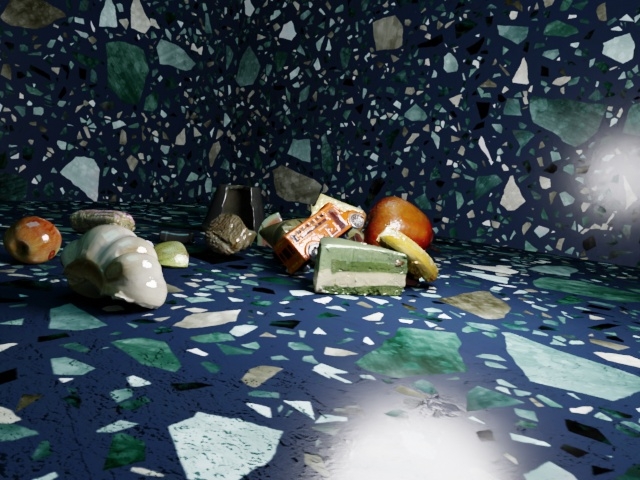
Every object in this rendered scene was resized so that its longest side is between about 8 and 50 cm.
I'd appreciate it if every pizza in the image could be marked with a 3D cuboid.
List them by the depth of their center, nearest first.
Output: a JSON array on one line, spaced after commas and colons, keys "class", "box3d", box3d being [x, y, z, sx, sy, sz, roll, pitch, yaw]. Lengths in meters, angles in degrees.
[{"class": "pizza", "box3d": [0.270, 0.047, 1.708, 0.226, 0.086, 0.336, 26, -8, 47]}]

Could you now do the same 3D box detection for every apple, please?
[{"class": "apple", "box3d": [-0.864, 0.001, 1.545, 0.147, 0.146, 0.131, 7, 31, 8]}, {"class": "apple", "box3d": [0.039, -0.072, 2.306, 0.314, 0.252, 0.309, -22, -14, -8]}]

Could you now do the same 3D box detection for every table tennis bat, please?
[{"class": "table tennis bat", "box3d": [0.250, 0.080, 1.832, 0.201, 0.038, 0.310, 28, 11, -14]}]

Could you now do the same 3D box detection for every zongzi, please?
[{"class": "zongzi", "box3d": [0.000, 0.000, 2.070, 0.448, 0.181, 0.418, 5, 7, -23]}]

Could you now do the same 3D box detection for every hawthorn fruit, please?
[{"class": "hawthorn fruit", "box3d": [0.356, -0.021, 2.218, 0.369, 0.284, 0.285, 27, 5, -9]}]

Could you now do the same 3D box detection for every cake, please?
[{"class": "cake", "box3d": [0.110, 0.092, 1.549, 0.284, 0.157, 0.172, 11, 10, 16]}]

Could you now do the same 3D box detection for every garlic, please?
[{"class": "garlic", "box3d": [-0.486, 0.058, 1.253, 0.281, 0.184, 0.203, 7, -12, 20]}]

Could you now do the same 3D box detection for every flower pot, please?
[{"class": "flower pot", "box3d": [-0.435, -0.165, 2.692, 0.380, 0.250, 0.379, 3, 7, 0]}]

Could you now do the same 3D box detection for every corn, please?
[{"class": "corn", "box3d": [-0.916, -0.076, 2.148, 0.336, 0.126, 0.127, 9, 9, 29]}]

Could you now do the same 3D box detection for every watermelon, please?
[{"class": "watermelon", "box3d": [-0.162, -0.034, 2.284, 0.202, 0.207, 0.136, 24, 40, 15]}]

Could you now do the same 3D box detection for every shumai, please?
[{"class": "shumai", "box3d": [-0.344, -0.006, 2.049, 0.206, 0.166, 0.176, 27, -7, 40]}]

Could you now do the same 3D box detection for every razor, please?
[{"class": "razor", "box3d": [-0.603, -0.016, 2.167, 0.148, 0.054, 0.090, 4, 8, -15]}]

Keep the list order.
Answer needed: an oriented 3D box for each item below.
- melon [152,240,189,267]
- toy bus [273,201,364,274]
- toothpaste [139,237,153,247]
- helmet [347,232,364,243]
[{"class": "melon", "box3d": [-0.517, 0.043, 1.707, 0.160, 0.079, 0.128, 12, 9, 38]}, {"class": "toy bus", "box3d": [0.001, -0.023, 1.797, 0.329, 0.153, 0.143, -36, -4, -35]}, {"class": "toothpaste", "box3d": [-0.696, 0.017, 1.860, 0.100, 0.066, 0.323, -1, 5, -42]}, {"class": "helmet", "box3d": [0.125, 0.067, 1.848, 0.106, 0.154, 0.175, -29, -34, 18]}]
